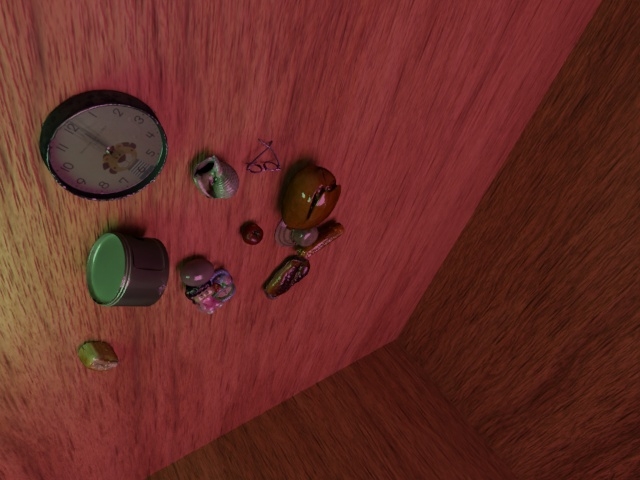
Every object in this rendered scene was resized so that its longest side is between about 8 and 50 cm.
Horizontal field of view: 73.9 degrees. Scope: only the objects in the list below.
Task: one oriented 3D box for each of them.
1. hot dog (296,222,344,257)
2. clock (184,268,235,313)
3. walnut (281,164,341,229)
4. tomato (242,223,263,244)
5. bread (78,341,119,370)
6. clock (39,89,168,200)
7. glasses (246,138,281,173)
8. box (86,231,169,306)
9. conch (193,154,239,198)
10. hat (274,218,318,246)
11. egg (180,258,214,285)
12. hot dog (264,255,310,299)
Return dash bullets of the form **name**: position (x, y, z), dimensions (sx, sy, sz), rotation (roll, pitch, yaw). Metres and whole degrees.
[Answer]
- **hot dog**: position (0.000, 0.000, 2.015), dimensions (0.268, 0.115, 0.072), rotation (-34, 107, -19)
- **clock**: position (-0.454, 0.198, 1.762), dimensions (0.194, 0.100, 0.196), rotation (-38, 152, -14)
- **walnut**: position (-0.052, -0.151, 1.686), dimensions (0.208, 0.209, 0.336), rotation (-9, 149, -42)
- **tomato**: position (-0.274, -0.023, 1.700), dimensions (0.087, 0.087, 0.075), rotation (-8, 179, -43)
- **bread**: position (-0.848, 0.445, 1.619), dimensions (0.082, 0.106, 0.125), rotation (-44, 147, 3)
- **clock**: position (-0.559, -0.240, 1.128), dimensions (0.312, 0.061, 0.313), rotation (-29, 148, -21)
- **glasses**: position (-0.189, -0.293, 1.474), dimensions (0.139, 0.062, 0.104), rotation (-14, 138, -40)
- **box**: position (-0.604, 0.094, 1.333), dimensions (0.226, 0.226, 0.149), rotation (-52, 148, 17)
- **conch**: position (-0.339, -0.202, 1.383), dimensions (0.135, 0.102, 0.153), rotation (-27, 115, -4)
- **hat**: position (-0.070, -0.033, 1.887), dimensions (0.251, 0.110, 0.252), rotation (-28, 147, -20)
- **egg**: position (-0.472, 0.122, 1.634), dimensions (0.135, 0.103, 0.103), rotation (-20, 143, -40)
- **hot dog**: position (-0.163, 0.185, 2.085), dimensions (0.270, 0.082, 0.162), rotation (-47, 147, 10)
